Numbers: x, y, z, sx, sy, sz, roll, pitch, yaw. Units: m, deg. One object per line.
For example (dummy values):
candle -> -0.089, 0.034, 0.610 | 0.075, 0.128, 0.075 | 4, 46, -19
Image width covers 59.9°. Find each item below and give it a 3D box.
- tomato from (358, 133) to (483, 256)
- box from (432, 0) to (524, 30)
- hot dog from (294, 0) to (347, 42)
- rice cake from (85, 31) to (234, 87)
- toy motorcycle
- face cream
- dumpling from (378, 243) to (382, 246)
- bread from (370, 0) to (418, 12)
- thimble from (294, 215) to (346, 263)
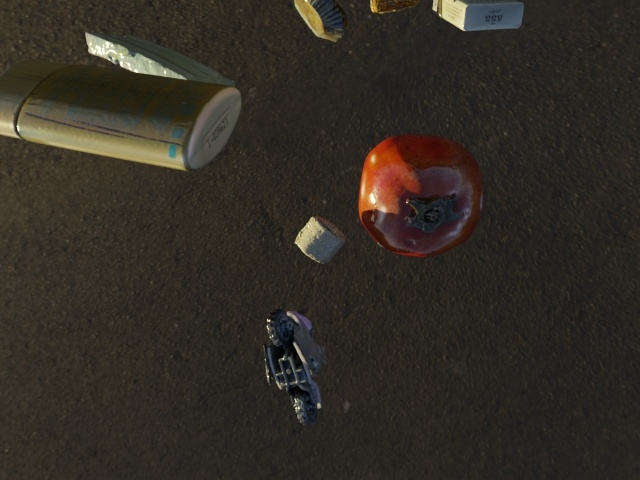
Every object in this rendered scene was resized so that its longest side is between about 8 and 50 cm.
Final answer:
tomato -> 0.259, -0.125, 1.469 | 0.325, 0.290, 0.293 | -8, 117, 0
box -> 0.431, -0.647, 1.550 | 0.168, 0.259, 0.071 | -5, 121, -6
hot dog -> 0.002, -0.519, 1.233 | 0.082, 0.270, 0.162 | -35, 106, 5
rice cake -> -0.255, -0.278, 0.879 | 0.237, 0.127, 0.043 | 28, 116, 22
toy motorcycle -> -0.038, 0.243, 1.177 | 0.108, 0.204, 0.239 | 0, 100, 13
face cream -> -0.246, -0.151, 0.638 | 0.285, 0.139, 0.067 | 12, 135, 14
dumpling -> 0.241, -0.102, 1.805 | 0.173, 0.142, 0.247 | -5, 97, -8
bread -> 0.199, -0.655, 1.492 | 0.132, 0.053, 0.074 | -10, 89, 5
thimble -> 0.000, 0.000, 1.418 | 0.115, 0.102, 0.090 | 29, 108, -38
